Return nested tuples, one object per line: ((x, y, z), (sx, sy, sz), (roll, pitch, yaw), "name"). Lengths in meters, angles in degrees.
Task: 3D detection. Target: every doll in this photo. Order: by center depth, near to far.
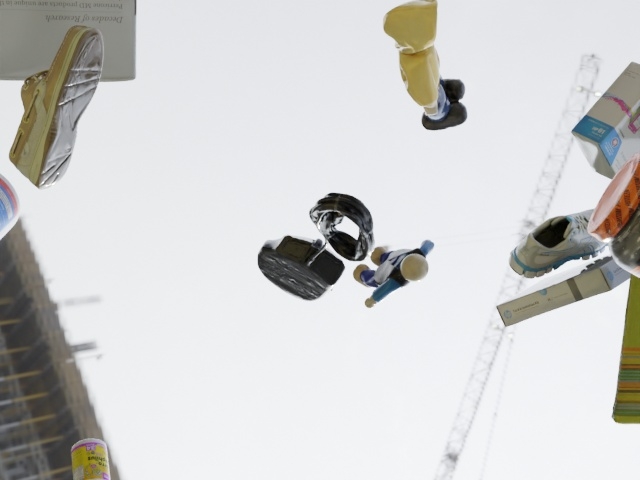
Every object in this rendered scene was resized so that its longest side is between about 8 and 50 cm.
((0.102, 0.042, 1.391), (0.046, 0.129, 0.189), (47, -14, -10), "doll")

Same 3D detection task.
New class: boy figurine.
((0.167, -0.296, 1.616), (0.092, 0.285, 0.177), (-7, -118, 14), "boy figurine")

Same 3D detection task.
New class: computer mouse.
((0.000, 0.000, 0.801), (0.071, 0.041, 0.242), (32, -19, -5), "computer mouse")

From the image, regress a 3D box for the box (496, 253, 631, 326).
((0.366, 0.062, 1.450), (0.186, 0.145, 0.038), (-29, -95, 46), "box")

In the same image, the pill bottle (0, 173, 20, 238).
((-0.552, -0.013, 1.505), (0.124, 0.221, 0.124), (7, -58, 11), "pill bottle")

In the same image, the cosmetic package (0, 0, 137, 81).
((-0.256, -0.262, 0.969), (0.151, 0.151, 0.184), (-116, -153, -59), "cosmetic package")

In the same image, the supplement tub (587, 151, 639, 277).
((0.360, 0.002, 0.961), (0.190, 0.117, 0.117), (31, -60, 2), "supplement tub")

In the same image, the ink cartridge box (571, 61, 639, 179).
((0.384, -0.148, 1.268), (0.122, 0.088, 0.052), (-49, -138, -6), "ink cartridge box")

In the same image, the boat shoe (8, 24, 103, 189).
((-0.205, -0.105, 0.766), (0.045, 0.050, 0.135), (31, -68, 12), "boat shoe")

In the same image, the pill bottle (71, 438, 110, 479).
((-0.275, 0.284, 1.216), (0.043, 0.043, 0.083), (-51, -140, 35), "pill bottle")

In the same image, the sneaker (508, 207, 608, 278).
((0.364, -0.010, 1.465), (0.071, 0.190, 0.083), (52, -28, 27), "sneaker")

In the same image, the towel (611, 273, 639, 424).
((0.373, 0.083, 1.084), (0.021, 0.102, 0.237), (-127, -140, -76), "towel")
